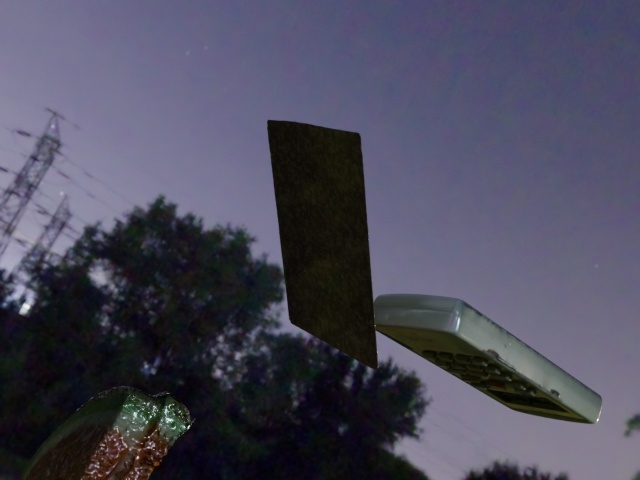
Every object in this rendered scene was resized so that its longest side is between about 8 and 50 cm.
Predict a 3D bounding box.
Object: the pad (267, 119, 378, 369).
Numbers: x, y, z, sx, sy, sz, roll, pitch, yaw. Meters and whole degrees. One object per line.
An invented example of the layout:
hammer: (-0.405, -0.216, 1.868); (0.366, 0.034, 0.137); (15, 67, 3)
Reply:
pad: (0.000, 0.000, 0.739); (0.158, 0.003, 0.235); (20, -58, 52)

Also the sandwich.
sandwich: (-0.236, 0.230, 0.728); (0.079, 0.159, 0.235); (43, -46, -16)

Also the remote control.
remote control: (0.215, 0.155, 0.950); (0.344, 0.050, 0.145); (32, -21, -34)
